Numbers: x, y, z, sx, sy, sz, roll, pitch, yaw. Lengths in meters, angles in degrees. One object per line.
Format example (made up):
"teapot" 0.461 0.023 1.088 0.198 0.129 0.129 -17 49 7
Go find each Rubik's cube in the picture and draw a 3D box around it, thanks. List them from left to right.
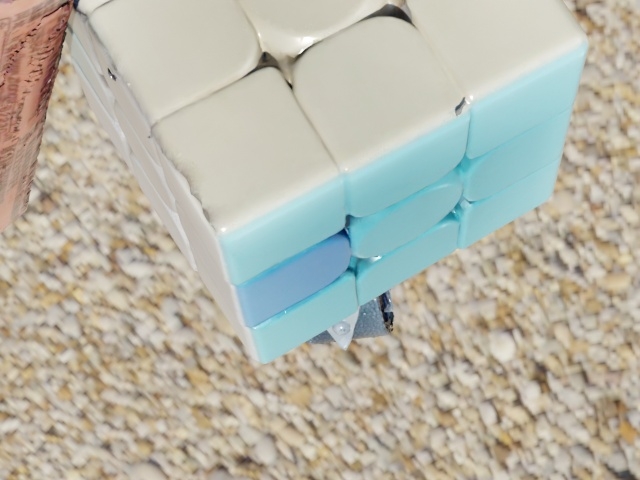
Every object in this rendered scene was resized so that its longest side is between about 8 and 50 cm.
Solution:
"Rubik's cube" -0.008 -0.128 1.184 0.291 0.290 0.291 -29 71 -9

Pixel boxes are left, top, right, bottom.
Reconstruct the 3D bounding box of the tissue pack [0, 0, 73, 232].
"tissue pack" -0.262 -0.150 0.992 0.123 0.332 0.245 -30 77 -27

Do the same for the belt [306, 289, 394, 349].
"belt" 0.001 0.000 1.636 0.128 0.122 0.218 -9 103 10
